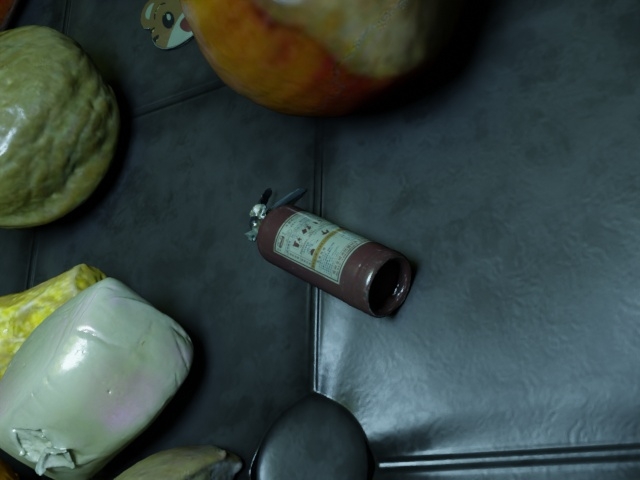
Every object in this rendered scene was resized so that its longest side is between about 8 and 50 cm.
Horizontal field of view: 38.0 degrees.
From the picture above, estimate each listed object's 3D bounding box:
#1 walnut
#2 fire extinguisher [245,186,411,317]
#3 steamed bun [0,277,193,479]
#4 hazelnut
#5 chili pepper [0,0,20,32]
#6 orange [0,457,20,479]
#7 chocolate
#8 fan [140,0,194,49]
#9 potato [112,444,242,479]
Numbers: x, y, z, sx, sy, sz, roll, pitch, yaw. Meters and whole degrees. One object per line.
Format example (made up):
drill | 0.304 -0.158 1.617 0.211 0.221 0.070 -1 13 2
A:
walnut | -0.397 -0.148 1.250 0.283 0.227 0.282 1 78 -6
fire extinguisher | 0.000 0.000 1.001 0.099 0.071 0.231 -44 45 -20
steamed bun | -0.263 0.171 1.040 0.239 0.170 0.152 -45 16 20
hazelnut | 0.000 -0.310 0.968 0.366 0.366 0.365 -14 65 32
chili pepper | -0.590 -0.460 1.515 0.251 0.229 0.305 25 88 24
orange | -0.495 0.375 1.049 0.340 0.293 0.340 -44 36 44
chocolate | -0.439 0.169 1.200 0.446 0.162 0.162 -29 58 25
fan | -0.172 -0.306 1.279 0.152 0.008 0.226 -43 52 15
potato | -0.235 0.319 0.966 0.211 0.189 0.264 8 78 39
